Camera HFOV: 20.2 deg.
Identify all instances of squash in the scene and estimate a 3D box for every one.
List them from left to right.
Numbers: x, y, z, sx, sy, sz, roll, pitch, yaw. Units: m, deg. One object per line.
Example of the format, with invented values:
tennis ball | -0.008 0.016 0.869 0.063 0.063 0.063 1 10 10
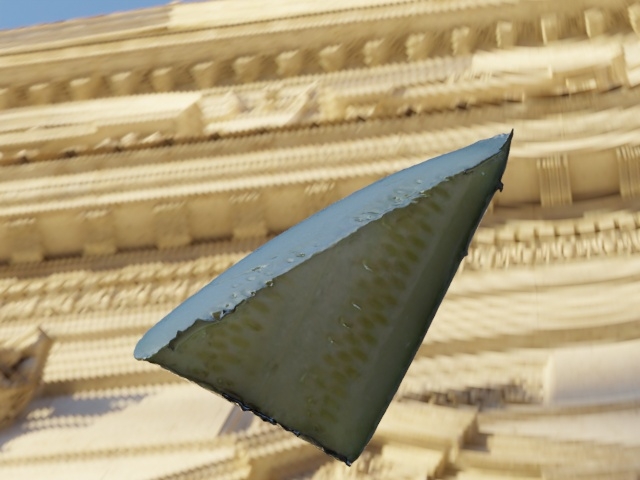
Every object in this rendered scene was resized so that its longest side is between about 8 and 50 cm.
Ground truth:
squash | 0.000 0.000 1.207 0.169 0.093 0.252 29 -95 -23
